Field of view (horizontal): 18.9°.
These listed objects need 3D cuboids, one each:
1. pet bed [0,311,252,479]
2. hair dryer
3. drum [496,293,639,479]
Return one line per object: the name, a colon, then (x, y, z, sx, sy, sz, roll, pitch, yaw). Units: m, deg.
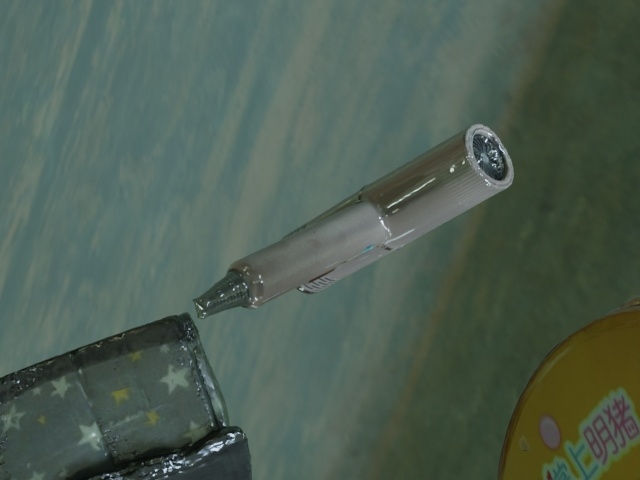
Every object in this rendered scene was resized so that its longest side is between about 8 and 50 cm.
pet bed: (-0.171, 0.163, 1.486, 0.210, 0.183, 0.159, -20, 88, -11)
hair dryer: (0.007, -0.004, 1.330, 0.195, 0.220, 0.054, -30, 84, 35)
drum: (0.293, 0.209, 1.019, 0.214, 0.431, 0.431, -13, 110, -28)
